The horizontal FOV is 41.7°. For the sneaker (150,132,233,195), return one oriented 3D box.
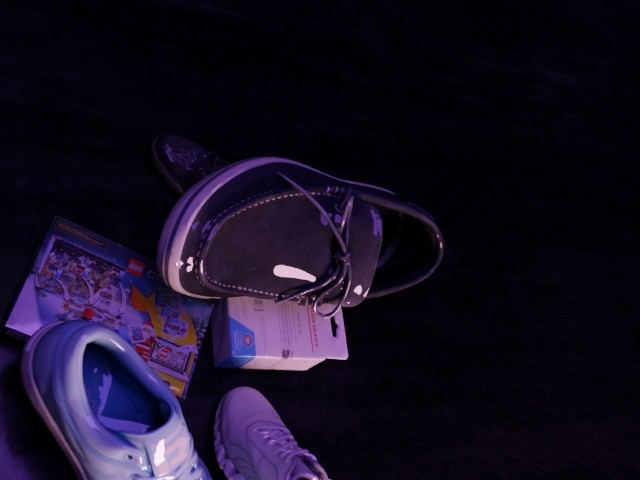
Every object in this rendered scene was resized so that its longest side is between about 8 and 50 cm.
[{"bbox_3d":[-0.128,-0.089,1.180,0.227,0.130,0.087,42,49,-6],"label":"sneaker"}]

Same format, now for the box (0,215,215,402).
[{"bbox_3d":[-0.258,0.090,1.054,0.233,0.044,0.159,27,55,-20],"label":"box"}]

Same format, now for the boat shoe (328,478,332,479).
[{"bbox_3d":[-0.033,0.374,1.046,0.066,0.063,0.184,45,50,-6],"label":"boat shoe"}]

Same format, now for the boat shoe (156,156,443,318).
[{"bbox_3d":[0.000,0.000,1.112,0.500,0.156,0.186,0,111,-52],"label":"boat shoe"}]

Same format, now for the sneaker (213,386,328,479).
[{"bbox_3d":[-0.046,0.278,1.007,0.110,0.118,0.292,4,37,-31],"label":"sneaker"}]

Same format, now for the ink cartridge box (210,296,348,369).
[{"bbox_3d":[-0.057,0.123,1.161,0.180,0.060,0.104,8,62,-30],"label":"ink cartridge box"}]

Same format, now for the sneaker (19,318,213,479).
[{"bbox_3d":[-0.193,0.245,0.928,0.135,0.150,0.366,-44,105,-33],"label":"sneaker"}]
